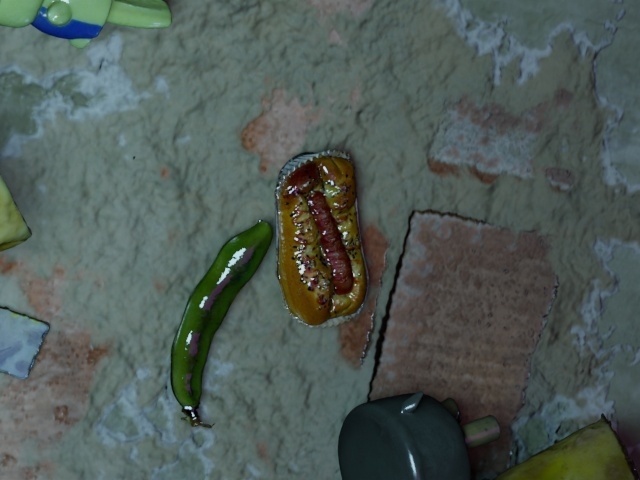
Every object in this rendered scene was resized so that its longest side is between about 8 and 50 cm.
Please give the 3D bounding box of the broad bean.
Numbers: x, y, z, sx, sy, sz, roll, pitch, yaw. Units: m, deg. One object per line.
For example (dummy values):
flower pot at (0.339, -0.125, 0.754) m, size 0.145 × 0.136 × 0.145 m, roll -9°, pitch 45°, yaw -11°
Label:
broad bean at (-0.110, 0.081, 1.824) m, size 0.069 × 0.039 × 0.226 m, roll 17°, pitch 96°, yaw -18°

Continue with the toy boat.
toy boat at (-0.324, 0.091, 1.722) m, size 0.115 × 0.016 × 0.063 m, roll 24°, pitch 91°, yaw -31°

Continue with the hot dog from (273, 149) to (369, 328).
hot dog at (0.000, 0.000, 1.855) m, size 0.108 × 0.059 × 0.191 m, roll -17°, pitch 108°, yaw -29°

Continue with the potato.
potato at (0.245, 0.356, 2.008) m, size 0.266 × 0.229 × 0.229 m, roll -20°, pitch 112°, yaw -8°

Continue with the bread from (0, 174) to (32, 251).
bread at (-0.407, -0.036, 1.544) m, size 0.252 × 0.196 × 0.238 m, roll -25°, pitch 117°, yaw -18°

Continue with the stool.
stool at (0.100, 0.255, 1.937) m, size 0.139 × 0.153 × 0.228 m, roll -8°, pitch 149°, yaw -30°

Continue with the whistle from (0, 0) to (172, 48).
whistle at (-0.243, -0.231, 1.642) m, size 0.227 × 0.105 × 0.085 m, roll 9°, pitch 128°, yaw -33°
